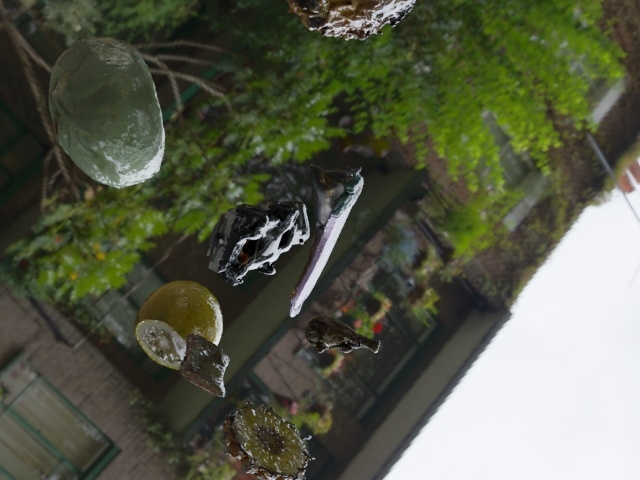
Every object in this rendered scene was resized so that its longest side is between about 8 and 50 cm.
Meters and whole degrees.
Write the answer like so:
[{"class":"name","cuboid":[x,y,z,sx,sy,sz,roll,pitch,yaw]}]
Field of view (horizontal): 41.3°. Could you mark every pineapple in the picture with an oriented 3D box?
[{"class":"pineapple","cuboid":[-0.107,0.416,1.730,0.047,0.221,0.221,-54,-164,23]}]

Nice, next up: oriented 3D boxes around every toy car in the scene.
[{"class":"toy car","cuboid":[-0.161,-0.003,2.092,0.301,0.118,0.193,-17,130,-63]}]

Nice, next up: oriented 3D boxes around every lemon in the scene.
[{"class":"lemon","cuboid":[-0.385,0.224,2.388,0.240,0.240,0.219,-19,-154,39]}]

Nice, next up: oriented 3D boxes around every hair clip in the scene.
[{"class":"hair clip","cuboid":[0.001,-0.001,1.481,0.096,0.358,0.110,-2,-133,-15]}]

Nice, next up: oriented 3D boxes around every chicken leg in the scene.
[{"class":"chicken leg","cuboid":[0.047,0.226,1.945,0.178,0.070,0.093,13,-125,8]}]

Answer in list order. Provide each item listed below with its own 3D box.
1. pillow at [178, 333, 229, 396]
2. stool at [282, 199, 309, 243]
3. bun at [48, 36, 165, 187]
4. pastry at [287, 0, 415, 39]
[{"class":"pillow","cuboid":[-0.290,0.308,2.129,0.034,0.135,0.211,-54,-164,18]},{"class":"stool","cuboid":[-0.077,-0.048,2.299,0.096,0.096,0.110,-28,-120,25]},{"class":"bun","cuboid":[-0.270,-0.153,1.052,0.118,0.195,0.195,-16,-167,-26]},{"class":"pastry","cuboid":[0.109,-0.636,1.955,0.337,0.292,0.405,-18,-155,31]}]
